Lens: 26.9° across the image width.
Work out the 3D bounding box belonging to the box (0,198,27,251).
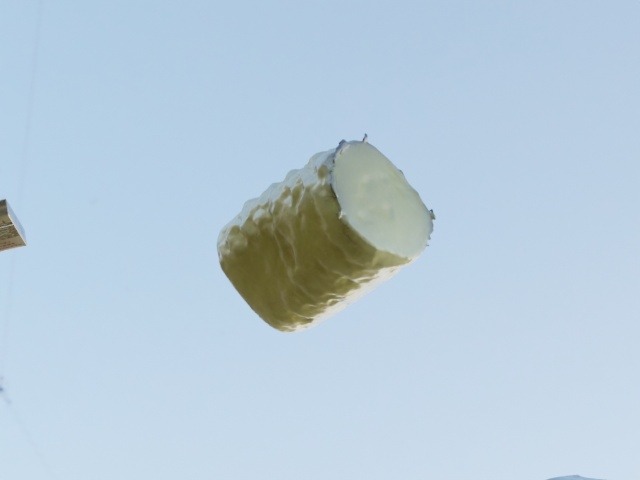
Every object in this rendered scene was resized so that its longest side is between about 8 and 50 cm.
[{"bbox_3d":[-0.369,-0.014,1.516,0.053,0.024,0.083,-14,-24,-2],"label":"box"}]

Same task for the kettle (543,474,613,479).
[{"bbox_3d":[0.289,0.269,1.059,0.255,0.240,0.165,-17,-100,64],"label":"kettle"}]

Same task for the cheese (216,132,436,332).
[{"bbox_3d":[0.000,0.000,1.110,0.123,0.094,0.167,45,-45,-12],"label":"cheese"}]
